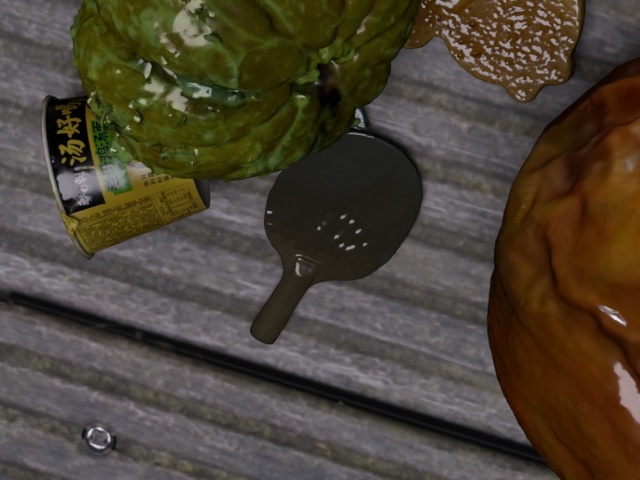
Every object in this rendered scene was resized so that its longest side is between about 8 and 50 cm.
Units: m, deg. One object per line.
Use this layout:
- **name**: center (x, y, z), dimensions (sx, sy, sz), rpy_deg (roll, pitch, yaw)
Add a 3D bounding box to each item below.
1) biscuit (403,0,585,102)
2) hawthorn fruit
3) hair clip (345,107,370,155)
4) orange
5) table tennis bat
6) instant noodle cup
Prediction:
- **biscuit**: center (0.131, -0.218, 1.470), dimensions (0.225, 0.036, 0.166), rpy_deg (34, 116, 3)
- **hawthorn fruit**: center (0.344, 0.058, 1.324), dimensions (0.472, 0.472, 0.471), rpy_deg (4, 111, 10)
- **hair clip**: center (-0.062, -0.136, 1.539), dimensions (0.229, 0.036, 0.066), rpy_deg (23, 119, -10)
- **orange**: center (-0.060, -0.185, 1.382), dimensions (0.223, 0.300, 0.301), rpy_deg (48, 134, 33)
- **table tennis bat**: center (0.000, 0.000, 1.582), dimensions (0.131, 0.022, 0.234), rpy_deg (27, 115, -12)
- **instant noodle cup**: center (-0.169, -0.071, 1.534), dimensions (0.122, 0.151, 0.151), rpy_deg (-16, 107, 6)
